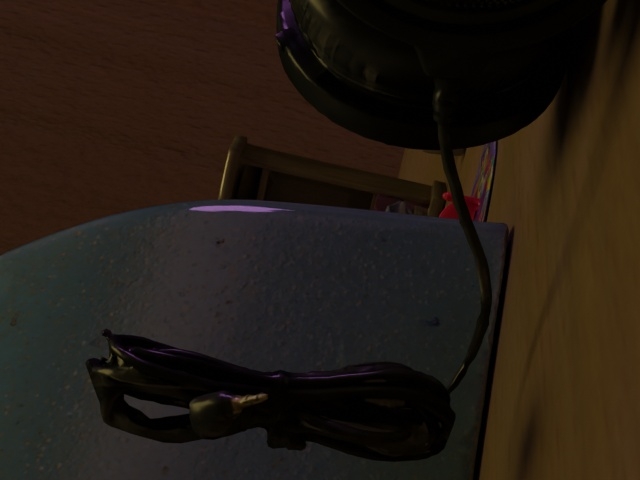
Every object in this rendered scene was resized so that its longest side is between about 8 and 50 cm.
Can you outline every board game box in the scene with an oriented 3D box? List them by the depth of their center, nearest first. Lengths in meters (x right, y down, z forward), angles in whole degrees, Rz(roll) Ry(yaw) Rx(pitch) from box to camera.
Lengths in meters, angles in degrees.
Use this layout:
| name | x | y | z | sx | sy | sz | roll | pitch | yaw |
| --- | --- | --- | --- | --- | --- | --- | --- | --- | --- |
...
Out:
| name | x | y | z | sx | sy | sz | roll | pitch | yaw |
| --- | --- | --- | --- | --- | --- | --- | --- | --- | --- |
| board game box | 0.077 | 0.010 | 0.885 | 0.133 | 0.033 | 0.168 | -75 | -3 | -63 |

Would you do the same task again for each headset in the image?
| name | x | y | z | sx | sy | sz | roll | pitch | yaw |
| --- | --- | --- | --- | --- | --- | --- | --- | --- | --- |
| headset | 0.021 | -0.116 | 0.521 | 0.243 | 0.185 | 0.394 | 96 | 177 | -78 |

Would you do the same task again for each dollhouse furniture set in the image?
| name | x | y | z | sx | sy | sz | roll | pitch | yaw |
| --- | --- | --- | --- | --- | --- | --- | --- | --- | --- |
| dollhouse furniture set | 0.000 | 0.000 | 1.121 | 0.303 | 0.198 | 0.286 | -76 | -2 | -67 |

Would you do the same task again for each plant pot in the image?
| name | x | y | z | sx | sy | sz | roll | pitch | yaw |
| --- | --- | --- | --- | --- | --- | --- | --- | --- | --- |
| plant pot | -0.064 | 0.126 | 0.700 | 0.247 | 0.252 | 0.247 | 100 | -177 | -55 |
